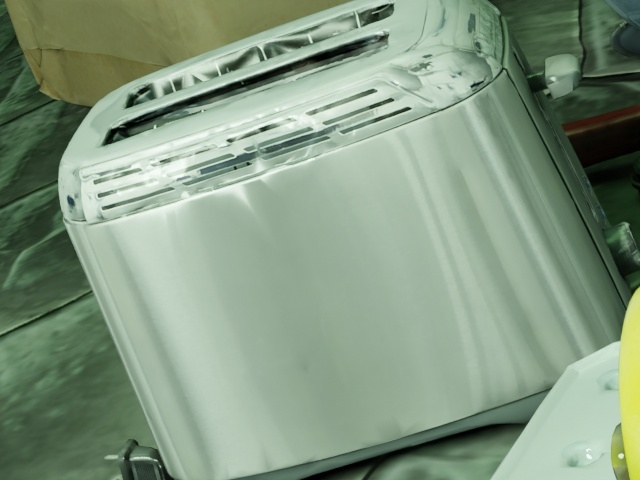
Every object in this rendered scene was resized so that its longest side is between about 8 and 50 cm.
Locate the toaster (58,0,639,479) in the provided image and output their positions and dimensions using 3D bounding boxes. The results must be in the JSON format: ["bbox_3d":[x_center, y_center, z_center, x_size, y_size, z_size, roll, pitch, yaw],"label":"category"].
[{"bbox_3d":[0.000,0.000,0.646,0.227,0.146,0.129,-17,21,14],"label":"toaster"}]

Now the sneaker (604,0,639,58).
[{"bbox_3d":[0.224,-0.151,0.847,0.350,0.148,0.131,22,38,29],"label":"sneaker"}]

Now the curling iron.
[{"bbox_3d":[0.084,-0.032,0.793,0.274,0.035,0.068,-8,25,33],"label":"curling iron"}]

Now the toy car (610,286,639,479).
[{"bbox_3d":[0.061,0.076,0.382,0.225,0.053,0.239,-23,19,-2],"label":"toy car"}]

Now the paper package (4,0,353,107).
[{"bbox_3d":[-0.029,-0.224,1.196,0.325,0.168,0.309,-32,24,-24],"label":"paper package"}]

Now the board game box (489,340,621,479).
[{"bbox_3d":[0.160,0.124,0.304,0.390,0.050,0.390,-9,24,36],"label":"board game box"}]
